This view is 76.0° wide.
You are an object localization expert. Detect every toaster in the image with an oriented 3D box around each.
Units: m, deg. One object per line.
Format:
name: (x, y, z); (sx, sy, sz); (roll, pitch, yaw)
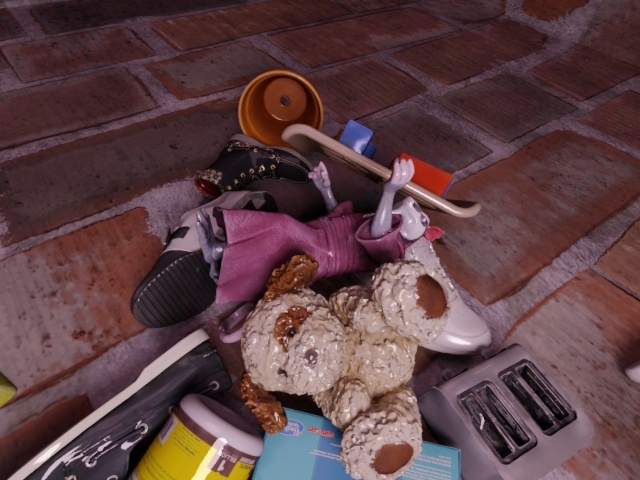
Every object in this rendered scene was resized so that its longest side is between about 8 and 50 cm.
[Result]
toaster: (0.253, 0.258, 0.577); (0.168, 0.110, 0.186); (-18, 52, -20)

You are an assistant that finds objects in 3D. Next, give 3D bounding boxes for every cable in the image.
cable: (0.000, 0.000, 0.801); (0.150, 0.047, 0.184); (-29, 38, 0)

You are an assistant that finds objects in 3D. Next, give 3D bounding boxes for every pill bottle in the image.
pill bottle: (-0.167, 0.297, 0.465); (0.117, 0.117, 0.215); (27, 72, 18)

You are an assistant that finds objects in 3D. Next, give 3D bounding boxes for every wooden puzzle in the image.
wooden puzzle: (0.117, -0.148, 0.802); (0.347, 0.080, 0.322); (24, 9, 1)

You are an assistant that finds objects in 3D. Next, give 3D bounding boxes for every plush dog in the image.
plush dog: (0.011, 0.133, 0.530); (0.225, 0.210, 0.262); (13, 91, -9)

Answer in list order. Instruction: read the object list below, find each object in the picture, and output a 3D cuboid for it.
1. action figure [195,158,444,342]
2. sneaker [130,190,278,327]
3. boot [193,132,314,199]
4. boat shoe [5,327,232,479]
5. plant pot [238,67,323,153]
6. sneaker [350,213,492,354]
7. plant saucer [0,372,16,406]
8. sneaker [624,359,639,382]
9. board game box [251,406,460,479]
action figure: (0.015, 0.018, 0.615); (0.370, 0.276, 0.248); (-4, 9, -9)
sneaker: (-0.230, 0.020, 0.761); (0.146, 0.122, 0.330); (14, 46, 32)
boot: (-0.150, -0.144, 0.934); (0.236, 0.085, 0.179); (23, 53, 15)
boat shoe: (-0.256, 0.262, 0.520); (0.113, 0.127, 0.340); (49, 54, 2)
plant pot: (-0.095, -0.345, 1.058); (0.205, 0.205, 0.188); (4, 31, -2)
sneaker: (0.166, 0.072, 0.710); (0.114, 0.152, 0.305); (-28, 56, -38)
plant saucer: (-0.574, 0.223, 0.568); (0.188, 0.045, 0.188); (28, 50, 19)
sneaker: (0.615, 0.220, 0.679); (0.212, 0.080, 0.094); (-8, 60, -14)
board game box: (0.021, 0.387, 0.453); (0.253, 0.079, 0.336); (11, 47, 5)
